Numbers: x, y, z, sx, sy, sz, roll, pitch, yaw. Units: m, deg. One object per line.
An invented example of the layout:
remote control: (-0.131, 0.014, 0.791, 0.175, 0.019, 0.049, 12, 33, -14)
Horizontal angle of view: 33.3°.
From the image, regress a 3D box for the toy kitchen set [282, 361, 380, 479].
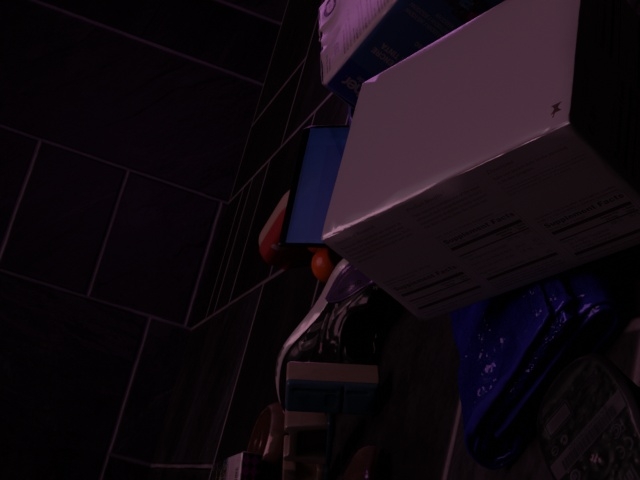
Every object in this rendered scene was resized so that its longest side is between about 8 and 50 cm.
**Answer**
toy kitchen set: (0.012, 0.289, 1.388, 0.166, 0.122, 0.207, -90, 2, -53)

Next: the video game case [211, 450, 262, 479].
video game case: (-0.152, 0.484, 1.805, 0.210, 0.042, 0.232, 138, 140, -64)

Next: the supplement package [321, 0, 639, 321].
supplement package: (0.156, -0.081, 0.931, 0.262, 0.145, 0.204, -24, 38, 40)

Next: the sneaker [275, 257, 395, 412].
sneaker: (0.018, 0.159, 1.501, 0.124, 0.107, 0.283, -110, 40, -60)

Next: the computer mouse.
computer mouse: (0.210, 0.214, 0.736, 0.184, 0.060, 0.262, -61, 28, 23)

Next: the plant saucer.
plant saucer: (-0.098, 0.355, 1.858, 0.168, 0.029, 0.168, -161, 90, -78)

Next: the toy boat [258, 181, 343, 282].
toy boat: (0.000, 0.000, 1.776, 0.151, 0.151, 0.231, 67, 149, 23)

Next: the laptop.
laptop: (0.062, -0.121, 1.610, 0.264, 0.136, 0.234, 132, 153, -57)

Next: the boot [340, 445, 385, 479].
boot: (0.021, 0.390, 1.265, 0.207, 0.090, 0.248, -71, 4, -67)

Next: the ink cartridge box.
ink cartridge box: (0.133, -0.304, 1.343, 0.395, 0.151, 0.270, -45, 22, 23)

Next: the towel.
towel: (0.182, 0.037, 1.042, 0.308, 0.076, 0.228, -89, 22, -52)
